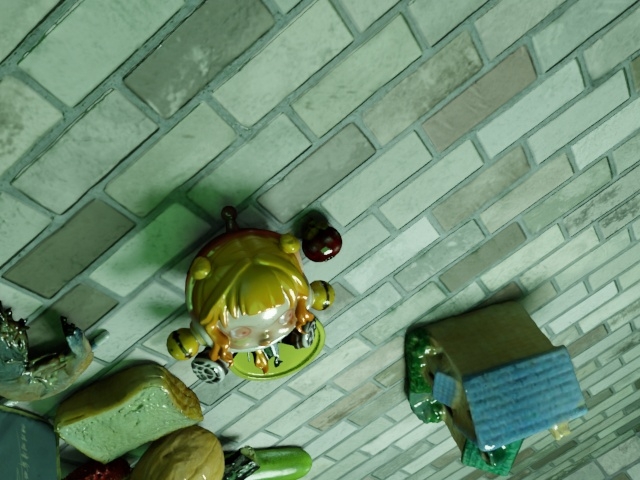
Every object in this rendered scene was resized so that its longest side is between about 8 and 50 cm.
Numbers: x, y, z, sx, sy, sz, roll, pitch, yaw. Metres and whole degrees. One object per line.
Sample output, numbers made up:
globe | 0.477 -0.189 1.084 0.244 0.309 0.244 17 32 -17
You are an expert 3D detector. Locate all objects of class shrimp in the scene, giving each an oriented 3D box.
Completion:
shrimp | -0.509 0.198 0.931 0.178 0.075 0.289 -8 125 -22

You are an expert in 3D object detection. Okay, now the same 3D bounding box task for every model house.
model house | 0.433 0.422 1.347 0.335 0.342 0.382 -14 133 -13

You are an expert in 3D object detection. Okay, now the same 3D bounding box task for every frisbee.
frisbee | -0.101 0.244 1.191 0.236 0.017 0.236 -11 132 -13

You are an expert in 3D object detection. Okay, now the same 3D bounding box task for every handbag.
handbag | -0.663 0.484 0.989 0.241 0.263 0.222 -32 140 3

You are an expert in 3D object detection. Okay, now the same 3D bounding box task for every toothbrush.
toothbrush | -0.523 0.258 1.023 0.276 0.019 0.025 -33 138 6

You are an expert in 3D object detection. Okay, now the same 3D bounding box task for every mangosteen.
mangosteen | 0.002 0.003 0.992 0.081 0.081 0.081 -12 132 -13

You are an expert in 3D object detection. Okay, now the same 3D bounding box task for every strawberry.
strawberry | -0.540 0.562 1.177 0.188 0.106 0.286 -39 163 -3

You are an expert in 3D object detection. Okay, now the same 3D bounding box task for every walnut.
walnut | -0.330 0.541 1.210 0.193 0.225 0.193 11 122 18

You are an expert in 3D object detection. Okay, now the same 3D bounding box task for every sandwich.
sandwich | -0.414 0.381 1.129 0.251 0.087 0.226 -24 133 -2

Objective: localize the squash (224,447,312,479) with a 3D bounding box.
squash | -0.192 0.636 1.433 0.379 0.101 0.101 7 125 -26

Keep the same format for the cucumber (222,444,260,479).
cucumber | -0.299 0.627 1.307 0.303 0.081 0.072 -29 111 -9

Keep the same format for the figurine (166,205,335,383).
figurine | -0.131 0.107 0.943 0.320 0.196 0.323 -17 139 -22
